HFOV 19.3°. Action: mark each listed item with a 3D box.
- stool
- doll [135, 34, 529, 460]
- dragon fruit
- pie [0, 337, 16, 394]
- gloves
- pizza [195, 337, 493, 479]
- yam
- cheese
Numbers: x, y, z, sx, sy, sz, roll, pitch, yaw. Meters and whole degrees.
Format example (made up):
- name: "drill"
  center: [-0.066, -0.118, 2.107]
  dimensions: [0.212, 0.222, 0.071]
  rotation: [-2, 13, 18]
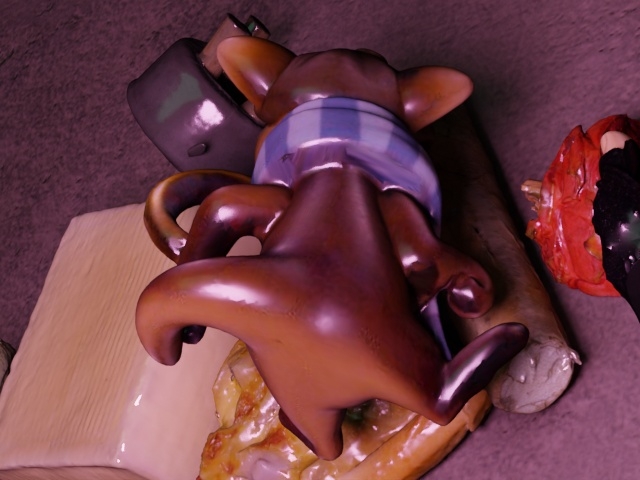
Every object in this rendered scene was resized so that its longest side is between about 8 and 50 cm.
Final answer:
- name: "stool"
  center: [-0.096, -0.145, 1.807]
  dimensions: [0.139, 0.153, 0.228]
  rotation: [-44, 38, 14]
- name: "doll"
  center: [0.001, 0.004, 1.449]
  dimensions: [0.318, 0.209, 0.340]
  rotation: [-3, 48, 8]
- name: "dragon fruit"
  center: [0.197, -0.029, 1.460]
  dimensions: [0.106, 0.083, 0.162]
  rotation: [-24, 48, 38]
- name: "pie"
  center: [-0.353, 0.205, 1.830]
  dimensions: [0.240, 0.054, 0.240]
  rotation: [-159, 90, -82]
- name: "gloves"
  center: [0.268, -0.019, 1.348]
  dimensions: [0.124, 0.164, 0.203]
  rotation: [-67, -5, 33]
- name: "pizza"
  center: [-0.002, 0.130, 1.550]
  dimensions: [0.323, 0.089, 0.223]
  rotation: [-30, 46, 28]
- name: "yam"
  center: [0.120, -0.010, 1.532]
  dimensions: [0.083, 0.083, 0.371]
  rotation: [-40, 39, 18]
- name: "cheese"
  center: [-0.172, 0.104, 1.722]
  dimensions: [0.242, 0.124, 0.265]
  rotation: [-5, 58, 44]
